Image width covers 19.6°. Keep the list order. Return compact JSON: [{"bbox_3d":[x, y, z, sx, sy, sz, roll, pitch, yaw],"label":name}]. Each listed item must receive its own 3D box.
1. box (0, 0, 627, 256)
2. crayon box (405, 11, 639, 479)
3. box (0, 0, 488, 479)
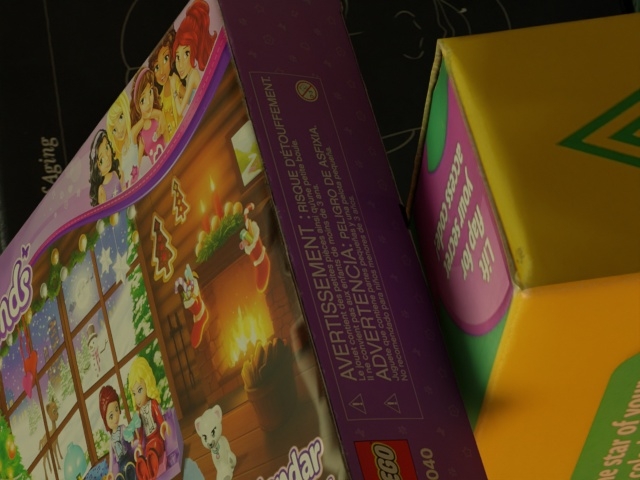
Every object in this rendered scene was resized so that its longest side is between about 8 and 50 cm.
[{"bbox_3d":[0.000,0.000,1.393,0.297,0.472,0.479,100,161,-64],"label":"box"},{"bbox_3d":[0.185,0.047,0.704,0.363,0.313,0.106,96,164,-58],"label":"crayon box"},{"bbox_3d":[-0.063,0.070,0.689,0.293,0.057,0.200,-46,50,44],"label":"box"}]
